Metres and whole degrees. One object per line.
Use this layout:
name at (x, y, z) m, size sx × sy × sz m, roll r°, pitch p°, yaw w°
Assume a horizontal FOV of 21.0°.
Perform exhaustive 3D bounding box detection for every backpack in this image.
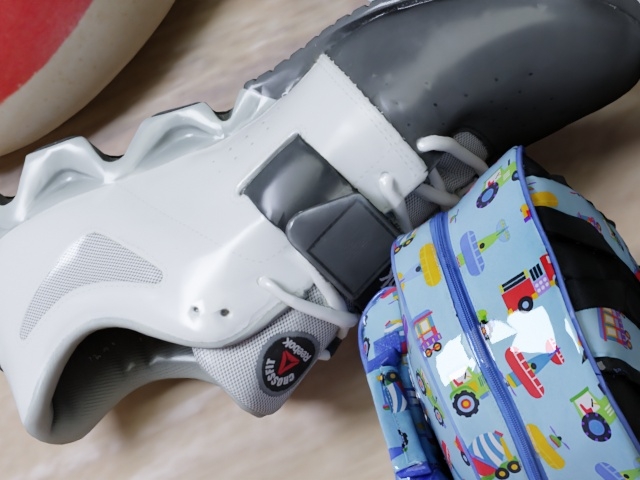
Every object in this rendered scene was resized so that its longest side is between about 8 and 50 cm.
backpack at (0.078, 0.056, 0.655) m, size 0.117 × 0.173 × 0.158 m, roll -22°, pitch 59°, yaw 11°

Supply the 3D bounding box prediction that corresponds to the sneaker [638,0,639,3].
sneaker at (0.089, -0.147, 0.776) m, size 0.212 × 0.080 × 0.094 m, roll 33°, pitch 86°, yaw 5°

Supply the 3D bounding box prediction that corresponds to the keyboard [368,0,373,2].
keyboard at (0.018, -0.159, 0.821) m, size 0.256 × 0.014 × 0.072 m, roll 35°, pitch 83°, yaw 6°

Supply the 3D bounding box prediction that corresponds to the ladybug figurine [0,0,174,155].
ladybug figurine at (-0.196, -0.248, 0.927) m, size 0.305 × 0.162 × 0.449 m, roll -9°, pitch 62°, yaw 17°

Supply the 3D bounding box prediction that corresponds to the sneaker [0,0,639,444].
sneaker at (0.000, 0.000, 0.754) m, size 0.331 × 0.122 × 0.146 m, roll -23°, pitch 58°, yaw 21°
